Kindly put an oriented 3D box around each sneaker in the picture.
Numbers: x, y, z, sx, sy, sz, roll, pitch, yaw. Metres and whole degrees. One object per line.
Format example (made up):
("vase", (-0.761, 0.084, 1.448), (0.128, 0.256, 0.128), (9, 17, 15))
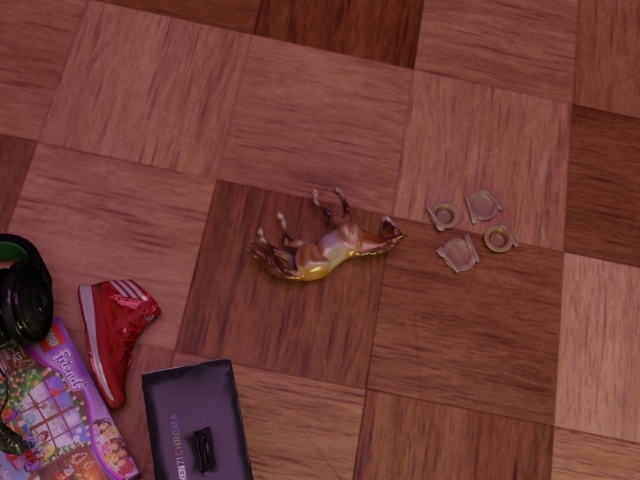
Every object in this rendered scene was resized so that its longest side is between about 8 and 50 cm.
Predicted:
("sneaker", (-0.317, 0.159, 1.410), (0.128, 0.087, 0.221), (-14, 71, -12))

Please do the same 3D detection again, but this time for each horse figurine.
("horse figurine", (0.000, 0.000, 1.531), (0.263, 0.066, 0.174), (-29, 68, -20))

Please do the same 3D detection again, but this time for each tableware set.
("tableware set", (0.283, -0.023, 1.603), (0.169, 0.020, 0.141), (-20, 71, -15))

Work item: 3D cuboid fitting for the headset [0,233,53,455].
("headset", (-0.521, 0.146, 1.324), (0.243, 0.185, 0.394), (-24, 39, -10))

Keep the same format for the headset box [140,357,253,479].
("headset box", (-0.176, 0.326, 1.251), (0.131, 0.283, 0.246), (-9, 68, -11))

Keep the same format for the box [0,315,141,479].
("box", (-0.439, 0.292, 1.352), (0.201, 0.057, 0.293), (-27, 73, -18))
